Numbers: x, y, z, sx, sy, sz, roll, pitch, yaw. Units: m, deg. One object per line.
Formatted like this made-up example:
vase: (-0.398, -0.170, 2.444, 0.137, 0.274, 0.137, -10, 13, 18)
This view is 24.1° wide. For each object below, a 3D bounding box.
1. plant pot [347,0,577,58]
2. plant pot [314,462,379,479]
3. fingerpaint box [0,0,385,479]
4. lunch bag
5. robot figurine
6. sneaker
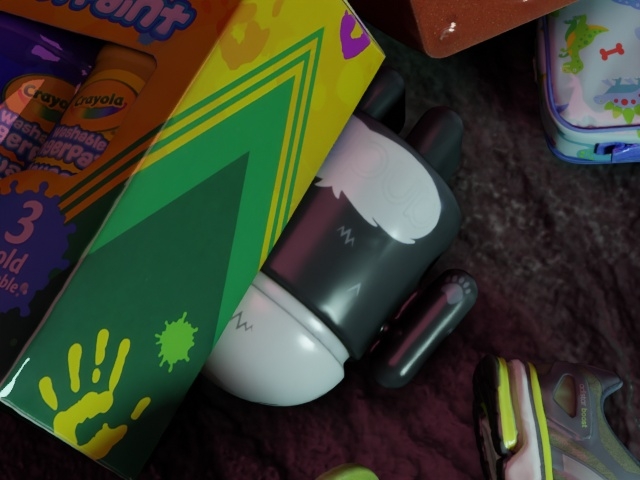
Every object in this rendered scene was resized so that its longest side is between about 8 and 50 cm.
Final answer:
plant pot: (0.109, -0.302, 1.178, 0.267, 0.267, 0.235, -23, 47, -1)
plant pot: (0.064, 0.327, 0.982, 0.254, 0.276, 0.276, 27, 76, 23)
fingerpaint box: (-0.236, -0.078, 1.148, 0.445, 0.163, 0.371, 20, 73, 39)
lunch bag: (0.286, -0.149, 1.235, 0.219, 0.090, 0.176, -4, 70, 6)
robot figurine: (-0.001, 0.000, 1.179, 0.278, 0.173, 0.209, -52, 38, -11)
sneaker: (0.197, 0.224, 1.112, 0.121, 0.111, 0.300, -7, 75, -5)
